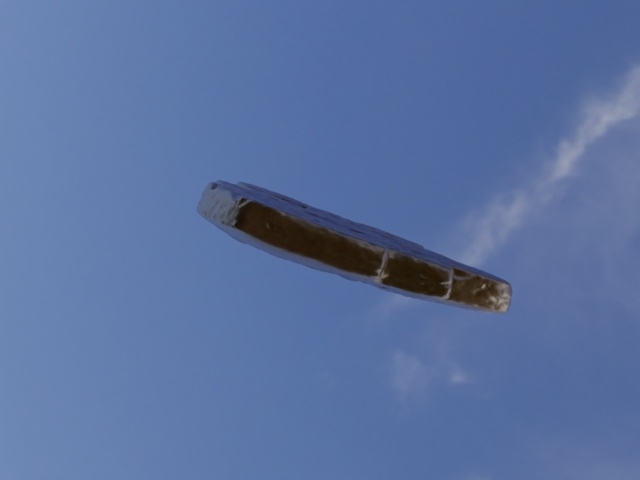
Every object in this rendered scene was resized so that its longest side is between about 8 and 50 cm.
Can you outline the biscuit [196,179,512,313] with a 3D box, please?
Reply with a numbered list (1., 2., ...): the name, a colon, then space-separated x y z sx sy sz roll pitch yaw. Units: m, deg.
1. biscuit: 0.000 0.001 0.952 0.278 0.301 0.043 22 -86 28
